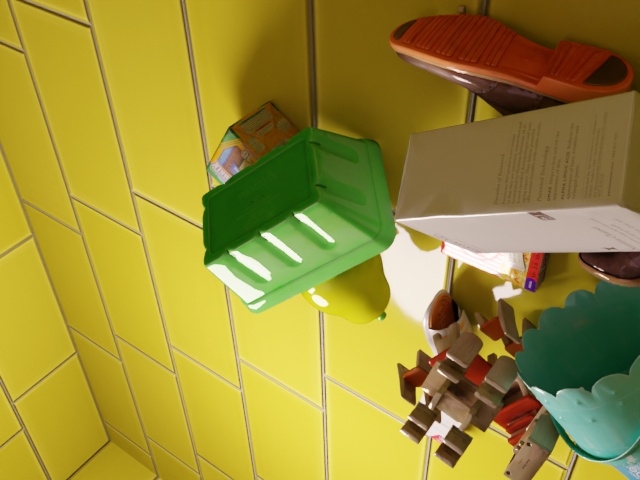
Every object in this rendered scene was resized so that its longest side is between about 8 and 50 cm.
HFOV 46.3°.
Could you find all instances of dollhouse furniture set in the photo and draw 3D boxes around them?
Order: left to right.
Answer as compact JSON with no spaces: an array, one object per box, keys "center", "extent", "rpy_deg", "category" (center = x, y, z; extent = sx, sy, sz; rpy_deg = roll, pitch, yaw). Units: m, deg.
[{"center":[0.320,0.278,1.444],"extent":[0.259,0.135,0.262],"rpy_deg":[38,120,-25],"category":"dollhouse furniture set"},{"center":[0.307,0.299,1.354],"extent":[0.242,0.161,0.212],"rpy_deg":[33,123,17],"category":"dollhouse furniture set"}]

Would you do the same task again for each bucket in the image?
[{"center":[0.473,0.211,1.204],"extent":[0.183,0.281,0.281],"rpy_deg":[52,144,-13],"category":"bucket"}]

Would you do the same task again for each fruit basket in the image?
[{"center":[0.000,0.000,1.456],"extent":[0.392,0.283,0.392],"rpy_deg":[-5,148,-3],"category":"fruit basket"}]

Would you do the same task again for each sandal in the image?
[{"center":[0.279,0.206,1.539],"extent":[0.076,0.102,0.265],"rpy_deg":[15,141,35],"category":"sandal"}]

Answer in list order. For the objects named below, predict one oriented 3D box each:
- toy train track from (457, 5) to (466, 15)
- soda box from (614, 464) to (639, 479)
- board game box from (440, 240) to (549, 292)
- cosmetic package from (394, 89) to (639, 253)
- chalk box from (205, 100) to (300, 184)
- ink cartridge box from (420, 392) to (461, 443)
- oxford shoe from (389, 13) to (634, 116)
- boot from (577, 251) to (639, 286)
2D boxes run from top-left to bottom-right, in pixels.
[{"center":[0.222,-0.324,1.169],"extent":[0.048,0.014,0.083],"rpy_deg":[15,132,36],"category":"toy train track"},{"center":[0.605,0.410,1.412],"extent":[0.210,0.067,0.071],"rpy_deg":[40,144,11],"category":"soda box"},{"center":[0.314,-0.007,1.341],"extent":[0.193,0.045,0.147],"rpy_deg":[25,138,28],"category":"board game box"},{"center":[0.319,-0.078,1.080],"extent":[0.217,0.156,0.385],"rpy_deg":[19,165,-35],"category":"cosmetic package"},{"center":[-0.142,-0.166,1.586],"extent":[0.132,0.132,0.213],"rpy_deg":[46,143,1],"category":"chalk box"},{"center":[0.284,0.396,1.730],"extent":[0.109,0.063,0.150],"rpy_deg":[32,141,21],"category":"ink cartridge box"},{"center":[0.264,-0.235,1.114],"extent":[0.363,0.130,0.133],"rpy_deg":[25,147,25],"category":"oxford shoe"},{"center":[0.506,-0.031,1.117],"extent":[0.248,0.090,0.207],"rpy_deg":[12,118,42],"category":"boot"}]
